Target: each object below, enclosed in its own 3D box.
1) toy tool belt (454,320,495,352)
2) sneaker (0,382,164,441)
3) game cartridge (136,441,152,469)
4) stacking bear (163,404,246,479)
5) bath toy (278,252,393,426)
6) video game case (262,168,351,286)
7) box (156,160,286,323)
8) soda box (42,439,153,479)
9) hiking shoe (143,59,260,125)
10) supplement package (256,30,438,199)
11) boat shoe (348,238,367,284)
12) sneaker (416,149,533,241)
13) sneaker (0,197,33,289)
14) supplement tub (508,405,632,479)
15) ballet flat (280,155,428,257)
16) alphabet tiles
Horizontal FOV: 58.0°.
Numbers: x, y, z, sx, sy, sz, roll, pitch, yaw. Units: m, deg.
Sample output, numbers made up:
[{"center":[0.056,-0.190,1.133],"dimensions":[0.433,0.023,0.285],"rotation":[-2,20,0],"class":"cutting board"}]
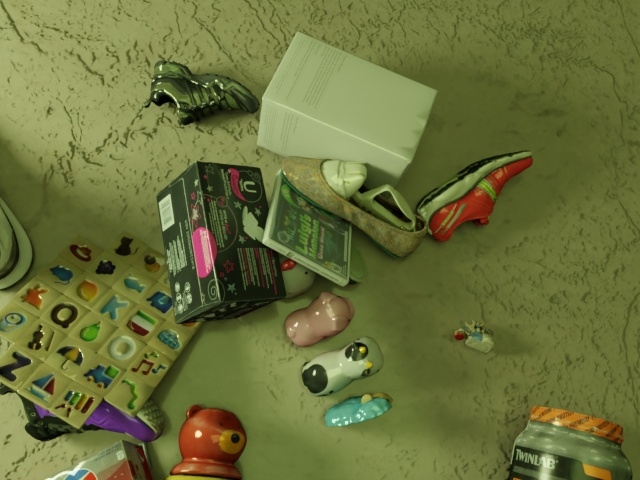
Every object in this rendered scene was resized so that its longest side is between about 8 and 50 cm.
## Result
[{"center":[0.299,0.182,1.124],"dimensions":[0.083,0.052,0.051],"rotation":[22,42,-4],"class":"toy tool belt"},{"center":[-0.413,0.285,0.983],"dimensions":[0.293,0.102,0.146],"rotation":[30,80,5],"class":"sneaker"},{"center":[-0.337,0.388,1.000],"dimensions":[0.083,0.017,0.055],"rotation":[-16,81,-11],"class":"game cartridge"},{"center":[-0.190,0.419,0.939],"dimensions":[0.175,0.164,0.288],"rotation":[25,57,-34],"class":"stacking bear"},{"center":[0.007,0.160,1.047],"dimensions":[0.152,0.129,0.348],"rotation":[-25,78,-13],"class":"bath toy"},{"center":[-0.016,-0.027,1.054],"dimensions":[0.173,0.022,0.190],"rotation":[29,41,-22],"class":"video game case"},{"center":[-0.180,0.008,1.029],"dimensions":[0.142,0.163,0.247],"rotation":[1,70,-42],"class":"box"},{"center":[-0.405,0.423,0.918],"dimensions":[0.263,0.083,0.092],"rotation":[-27,63,-4],"class":"soda box"},{"center":[-0.238,-0.279,1.171],"dimensions":[0.227,0.086,0.114],"rotation":[17,87,4],"class":"hiking shoe"},{"center":[0.047,-0.236,1.130],"dimensions":[0.293,0.175,0.177],"rotation":[24,67,0],"class":"supplement package"},{"center":[0.000,0.000,1.123],"dimensions":[0.227,0.069,0.081],"rotation":[51,38,4],"class":"boat shoe"},{"center":[0.325,-0.091,1.186],"dimensions":[0.279,0.107,0.118],"rotation":[-31,99,-11],"class":"sneaker"},{"center":[-0.671,-0.130,0.974],"dimensions":[0.169,0.257,0.447],"rotation":[-37,82,-15],"class":"sneaker"},{"center":[0.415,0.458,0.982],"dimensions":[0.194,0.193,0.315],"rotation":[16,73,-3],"class":"supplement tub"},{"center":[0.076,-0.086,1.092],"dimensions":[0.316,0.106,0.107],"rotation":[32,42,-19],"class":"ballet flat"},{"center":[-0.373,0.137,0.996],"dimensions":[0.285,0.011,0.342],"rotation":[30,50,2],"class":"alphabet tiles"}]
